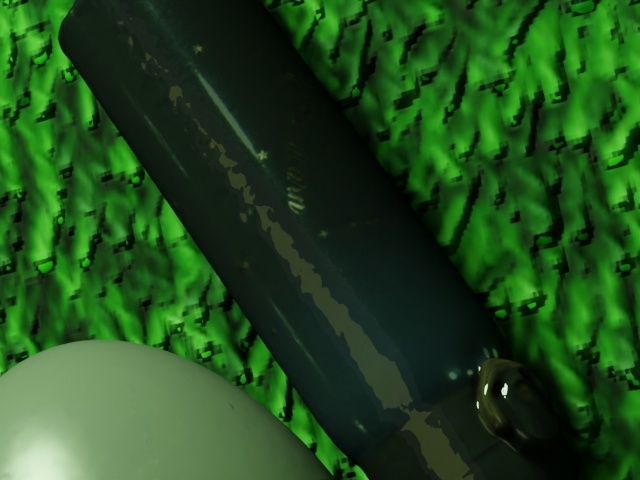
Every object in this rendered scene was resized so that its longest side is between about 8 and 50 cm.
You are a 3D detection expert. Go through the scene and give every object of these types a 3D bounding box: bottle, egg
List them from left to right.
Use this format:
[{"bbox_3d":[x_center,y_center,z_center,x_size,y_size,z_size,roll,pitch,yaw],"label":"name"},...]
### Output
[{"bbox_3d":[-0.057,0.146,0.667,0.176,0.176,0.232,-28,79,29],"label":"egg"},{"bbox_3d":[0.000,0.000,0.683,0.244,0.072,0.082,55,135,14],"label":"bottle"}]
